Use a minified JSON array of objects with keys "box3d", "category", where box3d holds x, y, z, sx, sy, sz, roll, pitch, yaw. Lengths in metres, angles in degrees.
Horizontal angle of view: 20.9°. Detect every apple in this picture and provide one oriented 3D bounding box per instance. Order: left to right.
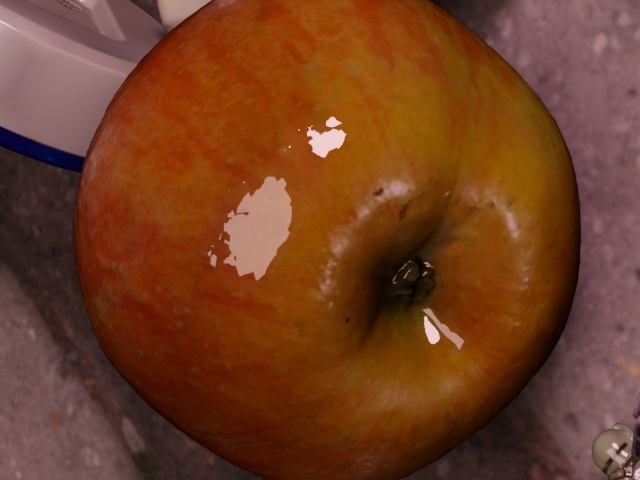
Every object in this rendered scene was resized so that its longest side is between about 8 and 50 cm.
[{"box3d":[0.000,0.000,0.967,0.302,0.301,0.301,2,93,28],"category":"apple"}]

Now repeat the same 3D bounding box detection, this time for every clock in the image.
[{"box3d":[-0.193,-0.130,1.101,0.230,0.230,0.083,34,106,22],"category":"clock"}]

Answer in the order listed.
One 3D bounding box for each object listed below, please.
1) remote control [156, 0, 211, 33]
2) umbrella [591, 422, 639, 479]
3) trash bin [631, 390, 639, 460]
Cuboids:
[{"box3d":[0.009,-0.157,1.071,0.230,0.090,0.049,-8,90,30],"category":"remote control"},{"box3d":[0.213,0.161,0.998,0.067,0.062,0.143,-45,72,-7],"category":"umbrella"},{"box3d":[0.299,0.071,0.897,0.235,0.162,0.184,21,102,20],"category":"trash bin"}]
